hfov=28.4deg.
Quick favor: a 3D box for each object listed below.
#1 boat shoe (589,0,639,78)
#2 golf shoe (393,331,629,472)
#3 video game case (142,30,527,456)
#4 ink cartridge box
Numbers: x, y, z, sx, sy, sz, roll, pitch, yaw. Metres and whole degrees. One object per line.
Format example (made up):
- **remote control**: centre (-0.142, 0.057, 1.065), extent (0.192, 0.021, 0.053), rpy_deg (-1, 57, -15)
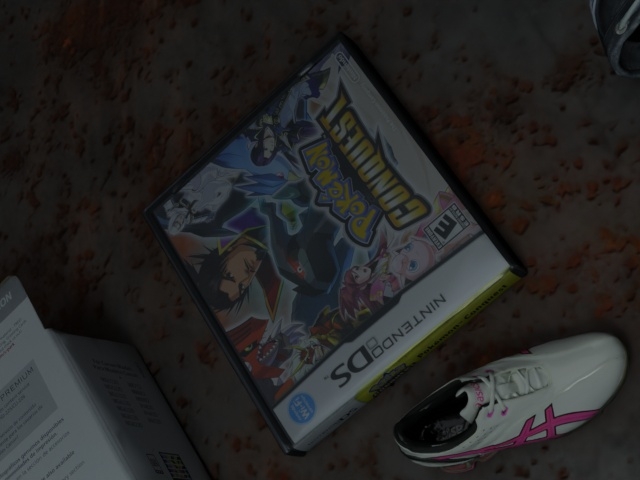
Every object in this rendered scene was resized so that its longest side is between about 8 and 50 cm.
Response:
- **boat shoe**: centre (0.319, -0.219, 0.876), extent (0.301, 0.108, 0.102), rpy_deg (-33, 35, 30)
- **golf shoe**: centre (0.142, 0.122, 0.941), extent (0.186, 0.086, 0.067), rpy_deg (-31, 65, 18)
- **video game case**: centre (0.000, 0.000, 1.073), extent (0.248, 0.035, 0.274), rpy_deg (-41, 63, 14)
- **ink cartridge box**: centre (-0.274, 0.230, 1.113), extent (0.309, 0.130, 0.271), rpy_deg (-42, 61, 14)
